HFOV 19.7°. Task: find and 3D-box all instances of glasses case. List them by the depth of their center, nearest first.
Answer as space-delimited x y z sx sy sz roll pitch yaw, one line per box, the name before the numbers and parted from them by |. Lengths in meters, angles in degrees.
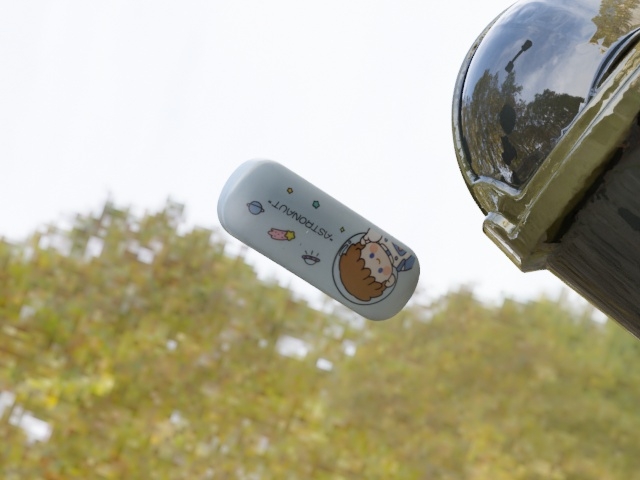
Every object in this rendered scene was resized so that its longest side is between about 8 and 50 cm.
glasses case | 0.000 0.000 1.431 0.067 0.178 0.045 -58 23 -1

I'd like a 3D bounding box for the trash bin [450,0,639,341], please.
trash bin | 0.228 -0.030 1.134 0.214 0.334 0.214 -44 -12 -12
